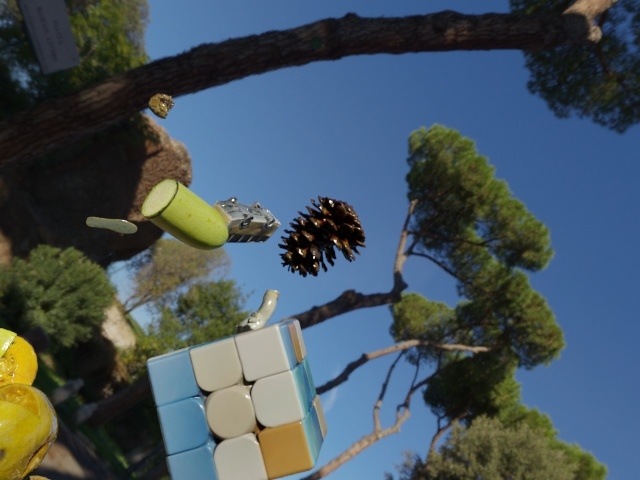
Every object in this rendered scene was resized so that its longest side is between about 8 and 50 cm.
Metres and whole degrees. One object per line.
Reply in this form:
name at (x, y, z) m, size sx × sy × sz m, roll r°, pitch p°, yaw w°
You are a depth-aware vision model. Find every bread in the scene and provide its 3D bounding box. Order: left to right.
bread at (-0.579, -0.495, 1.873) m, size 0.082 × 0.113 × 0.060 m, roll 27°, pitch -55°, yaw -21°

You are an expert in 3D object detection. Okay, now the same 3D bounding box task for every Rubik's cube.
Rubik's cube at (-0.197, 0.413, 1.337) m, size 0.346 × 0.346 × 0.345 m, roll 58°, pitch 15°, yaw -83°

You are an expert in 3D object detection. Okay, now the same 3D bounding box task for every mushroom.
mushroom at (-0.262, 0.324, 2.189) m, size 0.096 × 0.278 × 0.099 m, roll 10°, pitch -36°, yaw 48°

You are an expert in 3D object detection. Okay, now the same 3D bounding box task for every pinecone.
pinecone at (0.000, 0.000, 1.616) m, size 0.246 × 0.292 × 0.246 m, roll 51°, pitch 0°, yaw 0°

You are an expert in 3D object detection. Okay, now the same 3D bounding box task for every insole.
insole at (-0.810, -0.059, 2.005) m, size 0.004 × 0.188 × 0.064 m, roll -110°, pitch -144°, yaw -53°

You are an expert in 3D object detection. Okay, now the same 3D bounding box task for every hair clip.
hair clip at (-0.741, 0.271, 1.145) m, size 0.072 × 0.173 × 0.046 m, roll 19°, pitch -58°, yaw -4°

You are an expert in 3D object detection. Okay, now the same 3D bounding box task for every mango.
mango at (-0.788, 0.497, 1.310) m, size 0.182 × 0.253 × 0.365 m, roll 29°, pitch -23°, yaw 2°

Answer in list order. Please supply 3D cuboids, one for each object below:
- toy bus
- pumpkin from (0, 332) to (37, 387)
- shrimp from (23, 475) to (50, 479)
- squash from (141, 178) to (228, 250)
toy bus at (-0.259, -0.061, 1.734) m, size 0.097 × 0.342 × 0.138 m, roll 47°, pitch -73°, yaw 16°
pumpkin at (-0.998, 0.454, 1.546) m, size 0.232 × 0.325 × 0.242 m, roll -21°, pitch -43°, yaw 27°
shrimp at (-0.868, 0.863, 1.673) m, size 0.262 × 0.117 × 0.066 m, roll 32°, pitch -18°, yaw 3°
squash at (-0.351, -0.051, 1.410) m, size 0.132 × 0.133 × 0.247 m, roll 22°, pitch -15°, yaw 48°
